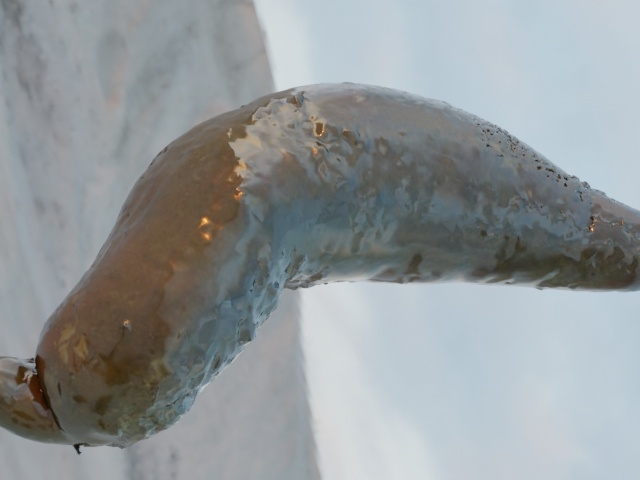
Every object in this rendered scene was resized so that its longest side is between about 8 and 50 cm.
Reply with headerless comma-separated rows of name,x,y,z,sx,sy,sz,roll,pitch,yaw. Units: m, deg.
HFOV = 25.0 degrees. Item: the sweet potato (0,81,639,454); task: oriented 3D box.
sweet potato,-0.003,-0.003,0.596,0.098,0.310,0.124,158,-83,-71
